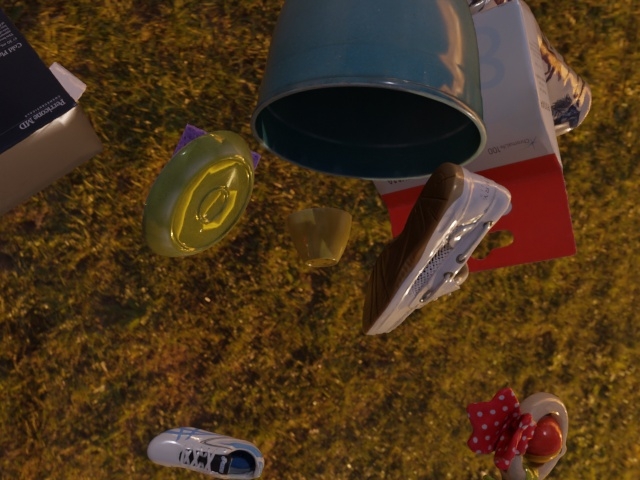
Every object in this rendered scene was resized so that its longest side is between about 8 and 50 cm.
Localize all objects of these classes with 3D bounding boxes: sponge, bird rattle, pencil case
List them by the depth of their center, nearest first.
[{"bbox_3d":[0.332,0.334,1.130,0.206,0.143,0.254,-31,112,-33],"label":"bird rattle"},{"bbox_3d":[0.353,-0.347,1.278,0.159,0.184,0.410,-32,134,28],"label":"pencil case"},{"bbox_3d":[-0.273,-0.209,1.772,0.210,0.031,0.117,21,106,-22],"label":"sponge"}]

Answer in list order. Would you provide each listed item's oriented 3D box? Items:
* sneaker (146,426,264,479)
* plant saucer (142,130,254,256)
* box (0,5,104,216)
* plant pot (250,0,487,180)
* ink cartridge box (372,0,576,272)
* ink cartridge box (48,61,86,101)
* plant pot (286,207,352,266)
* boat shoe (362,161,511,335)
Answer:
[{"bbox_3d":[-0.225,0.427,1.364,0.237,0.086,0.085,12,88,-16],"label":"sneaker"},{"bbox_3d":[-0.189,-0.066,1.138,0.241,0.037,0.241,-40,151,-28],"label":"plant saucer"},{"bbox_3d":[-0.659,-0.227,1.303,0.343,0.312,0.179,-36,163,-13],"label":"box"},{"bbox_3d":[0.064,-0.237,0.826,0.271,0.271,0.256,16,72,-35],"label":"plant pot"},{"bbox_3d":[0.211,-0.140,1.089,0.091,0.308,0.385,-1,80,-58],"label":"ink cartridge box"},{"bbox_3d":[-0.663,-0.293,1.600,0.092,0.219,0.160,39,46,-25],"label":"ink cartridge box"},{"bbox_3d":[0.000,0.000,1.392,0.134,0.134,0.095,9,69,-34],"label":"plant pot"},{"bbox_3d":[0.131,0.032,0.812,0.096,0.098,0.277,15,137,-14],"label":"boat shoe"}]
